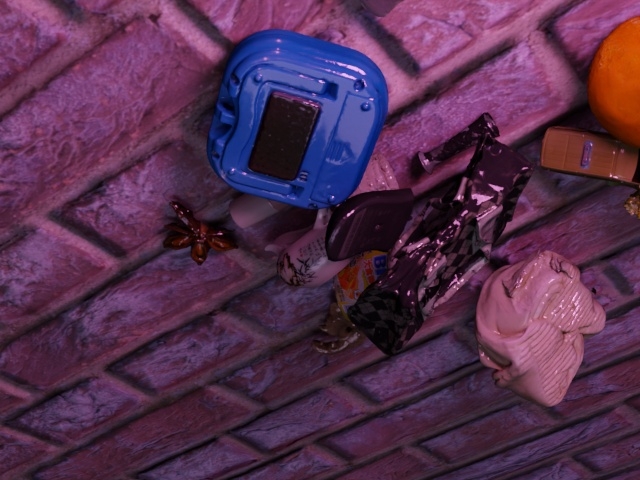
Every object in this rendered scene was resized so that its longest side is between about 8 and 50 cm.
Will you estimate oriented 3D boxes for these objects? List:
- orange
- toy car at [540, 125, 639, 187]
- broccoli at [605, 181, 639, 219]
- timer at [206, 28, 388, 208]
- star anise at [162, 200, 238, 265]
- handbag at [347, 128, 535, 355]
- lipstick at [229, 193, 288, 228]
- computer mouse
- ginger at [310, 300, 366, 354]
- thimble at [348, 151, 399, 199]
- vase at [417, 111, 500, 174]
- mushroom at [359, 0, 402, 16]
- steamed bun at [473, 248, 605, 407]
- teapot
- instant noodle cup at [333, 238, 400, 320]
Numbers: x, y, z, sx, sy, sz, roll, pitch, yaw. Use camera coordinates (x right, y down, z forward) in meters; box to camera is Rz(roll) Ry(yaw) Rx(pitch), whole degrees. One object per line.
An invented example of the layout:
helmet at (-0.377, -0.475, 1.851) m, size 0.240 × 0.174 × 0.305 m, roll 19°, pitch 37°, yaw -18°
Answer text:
orange at (0.613, -0.286, 1.615) m, size 0.246 × 0.246 × 0.246 m, roll -4°, pitch 140°, yaw -3°
toy car at (0.570, -0.165, 1.753) m, size 0.256 × 0.101 × 0.124 m, roll 13°, pitch -169°, yaw 28°
broccoli at (0.696, -0.134, 1.875) m, size 0.194 × 0.220 × 0.194 m, roll 20°, pitch 157°, yaw 9°
timer at (-0.047, -0.213, 1.661) m, size 0.309 × 0.115 × 0.340 m, roll 15°, pitch 128°, yaw -8°
star anise at (-0.281, -0.003, 1.967) m, size 0.212 × 0.054 × 0.157 m, roll 23°, pitch 131°, yaw -33°
handbag at (0.238, 0.013, 1.741) m, size 0.180 × 0.416 × 0.317 m, roll 39°, pitch 165°, yaw 10°
lipstick at (-0.073, -0.109, 1.856) m, size 0.254 × 0.070 × 0.070 m, roll -28°, pitch 135°, yaw 23°
computer mouse at (0.087, -0.043, 1.731) m, size 0.264 × 0.088 × 0.147 m, roll -5°, pitch 129°, yaw -48°
ginger at (0.072, 0.195, 2.247) m, size 0.149 × 0.065 × 0.259 m, roll -4°, pitch 135°, yaw -23°
thimble at (0.105, -0.117, 1.834) m, size 0.090 × 0.115 × 0.102 m, roll -26°, pitch 118°, yaw 20°
vase at (0.280, -0.197, 1.810) m, size 0.167 × 0.059 × 0.059 m, roll -30°, pitch 135°, yaw 25°
mushroom at (0.037, -0.486, 1.390) m, size 0.328 × 0.122 × 0.159 m, roll 30°, pitch 119°, yaw -34°
steamed bun at (0.509, 0.192, 2.164) m, size 0.346 × 0.237 × 0.394 m, roll -12°, pitch 113°, yaw -36°
teapot at (0.000, 0.000, 1.908) m, size 0.208 × 0.166 × 0.300 m, roll -29°, pitch 168°, yaw -40°
instant noodle cup at (0.123, 0.101, 2.042) m, size 0.153 × 0.205 × 0.205 m, roll -14°, pitch 140°, yaw 18°
